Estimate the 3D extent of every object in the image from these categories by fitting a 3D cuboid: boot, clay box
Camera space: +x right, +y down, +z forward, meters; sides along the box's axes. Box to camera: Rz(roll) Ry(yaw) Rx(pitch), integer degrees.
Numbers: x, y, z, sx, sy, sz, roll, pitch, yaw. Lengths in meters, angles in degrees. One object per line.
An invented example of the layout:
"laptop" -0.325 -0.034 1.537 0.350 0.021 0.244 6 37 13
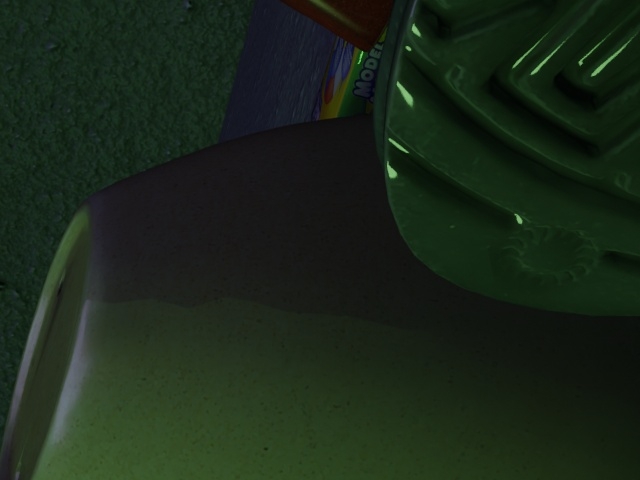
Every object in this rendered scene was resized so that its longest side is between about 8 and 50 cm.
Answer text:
"boot" 0.123 -0.248 0.427 0.445 0.146 0.367 -92 27 -46
"clay box" 0.035 -0.122 1.134 0.127 0.053 0.222 -89 16 -56

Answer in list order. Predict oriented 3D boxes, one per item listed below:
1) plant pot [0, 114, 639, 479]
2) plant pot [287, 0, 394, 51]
"plant pot" -0.017 0.071 0.608 0.284 0.191 0.284 -165 90 -74
"plant pot" -0.034 -0.306 1.018 0.267 0.236 0.267 -63 16 8
